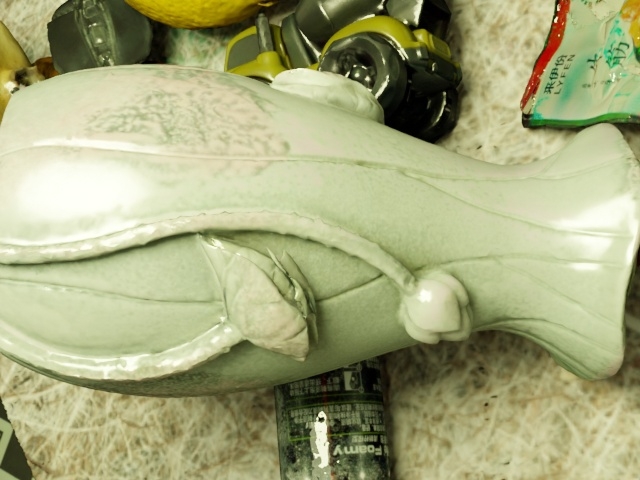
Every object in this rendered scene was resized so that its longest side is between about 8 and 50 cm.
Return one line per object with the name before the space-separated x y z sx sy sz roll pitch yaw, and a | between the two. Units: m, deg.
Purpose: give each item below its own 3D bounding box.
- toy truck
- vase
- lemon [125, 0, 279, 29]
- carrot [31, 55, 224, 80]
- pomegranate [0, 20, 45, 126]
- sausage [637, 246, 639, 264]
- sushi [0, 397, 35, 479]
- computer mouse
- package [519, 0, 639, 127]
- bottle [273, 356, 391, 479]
toy truck | 0.006 -0.154 0.876 0.224 0.147 0.165 -17 79 28
vase | 0.000 0.000 0.716 0.445 0.250 0.250 3 78 -6
lemon | -0.125 -0.298 0.966 0.256 0.188 0.188 28 92 23
carrot | -0.193 -0.155 1.045 0.314 0.066 0.066 13 85 33
pomegranate | -0.403 -0.081 0.995 0.332 0.332 0.333 -7 76 27
sausage | 0.336 -0.120 0.729 0.097 0.094 0.348 38 98 29
sushi | -0.415 0.269 1.071 0.231 0.047 0.220 -40 64 15
computer mouse | -0.226 -0.216 1.030 0.105 0.062 0.192 -19 34 -5
package | 0.243 -0.158 0.765 0.232 0.040 0.166 19 85 60
bottle | 0.008 0.139 0.847 0.093 0.093 0.330 -13 73 25
